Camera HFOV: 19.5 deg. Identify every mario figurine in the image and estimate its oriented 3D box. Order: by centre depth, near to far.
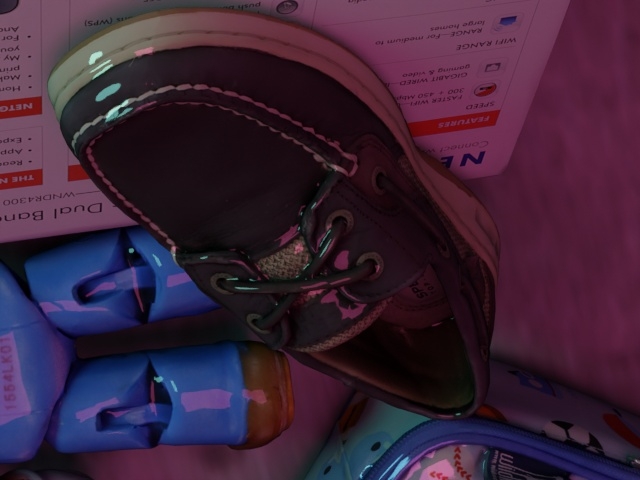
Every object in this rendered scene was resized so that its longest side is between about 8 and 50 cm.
[{"bbox_3d":[-0.184,0.048,0.853,0.320,0.198,0.170,-7,153,-12],"label":"mario figurine"}]

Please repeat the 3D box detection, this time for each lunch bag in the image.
[{"bbox_3d":[0.084,0.210,0.933,0.243,0.115,0.303,23,107,-17],"label":"lunch bag"}]

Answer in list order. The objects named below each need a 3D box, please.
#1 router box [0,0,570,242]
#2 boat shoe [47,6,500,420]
[{"bbox_3d":[-0.067,-0.116,0.694,0.335,0.082,0.301,-8,151,-13],"label":"router box"},{"bbox_3d":[0.000,0.000,0.745,0.103,0.092,0.285,-24,149,19],"label":"boat shoe"}]
